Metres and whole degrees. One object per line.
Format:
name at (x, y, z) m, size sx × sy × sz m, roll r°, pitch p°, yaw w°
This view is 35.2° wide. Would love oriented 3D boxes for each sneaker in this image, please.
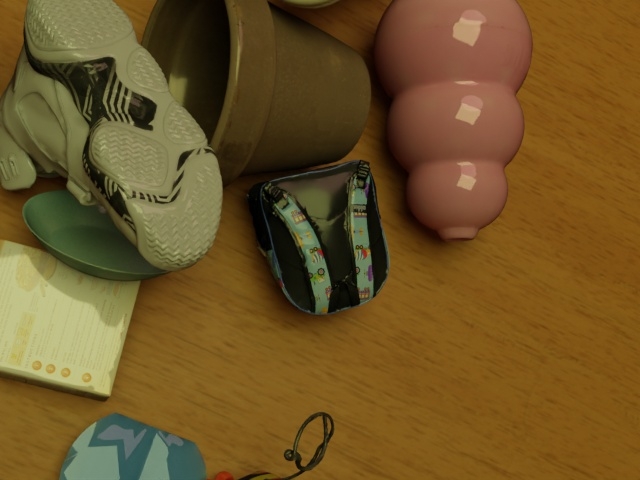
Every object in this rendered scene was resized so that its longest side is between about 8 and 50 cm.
sneaker at (-0.243, -0.089, 1.109) m, size 0.137 × 0.210 × 0.366 m, roll -11°, pitch 63°, yaw -41°

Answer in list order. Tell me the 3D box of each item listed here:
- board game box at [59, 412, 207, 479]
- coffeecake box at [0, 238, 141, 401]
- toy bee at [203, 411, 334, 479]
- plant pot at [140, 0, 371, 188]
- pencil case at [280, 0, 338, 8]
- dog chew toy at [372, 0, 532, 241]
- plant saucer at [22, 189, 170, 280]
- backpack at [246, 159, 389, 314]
board game box at (-0.212, 0.276, 1.139) m, size 0.168 × 0.033 × 0.133 m, roll 24°, pitch 65°, yaw -16°
coffeecake box at (-0.312, 0.089, 1.136) m, size 0.185 × 0.068 × 0.142 m, roll 16°, pitch 71°, yaw -13°
toy bee at (-0.058, 0.324, 1.124) m, size 0.195 × 0.162 × 0.298 m, roll 21°, pitch 82°, yaw -51°
plant pot at (-0.069, -0.178, 1.211) m, size 0.229 × 0.263 × 0.263 m, roll 6°, pitch 73°, yaw -33°
pencil case at (0.042, -0.393, 1.228) m, size 0.160 × 0.183 × 0.410 m, roll 67°, pitch 28°, yaw -13°
dog chew toy at (0.172, -0.165, 1.298) m, size 0.206 × 0.206 × 0.332 m, roll 1°, pitch 82°, yaw -18°
plant saucer at (-0.246, 0.002, 1.150) m, size 0.195 × 0.195 × 0.037 m, roll 17°, pitch 112°, yaw -13°
backpack at (0.000, 0.000, 1.235) m, size 0.158 × 0.117 × 0.173 m, roll -15°, pitch 94°, yaw -19°
